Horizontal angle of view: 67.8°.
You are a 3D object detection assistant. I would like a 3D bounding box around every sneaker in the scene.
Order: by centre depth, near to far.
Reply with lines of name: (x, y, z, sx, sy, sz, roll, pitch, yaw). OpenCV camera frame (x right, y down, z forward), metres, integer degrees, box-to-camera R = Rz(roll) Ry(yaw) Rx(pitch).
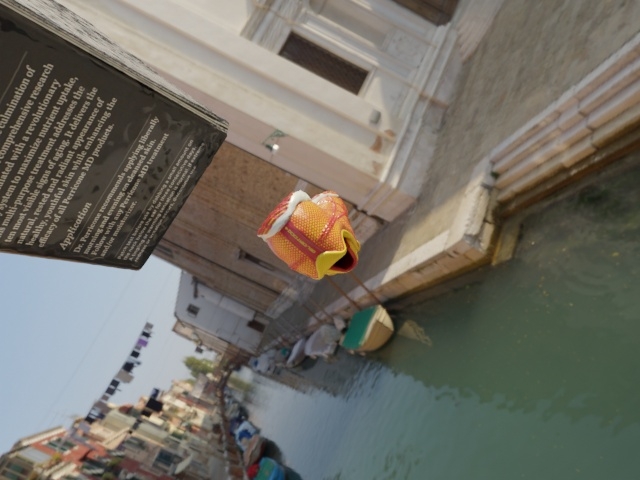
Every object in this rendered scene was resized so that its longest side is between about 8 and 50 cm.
sneaker: (0.000, 0.000, 0.386, 0.064, 0.067, 0.175, -46, -2, 14)

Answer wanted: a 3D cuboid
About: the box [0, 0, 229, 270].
box: (-0.481, -0.226, 0.661, 0.297, 0.480, 0.472, -55, -28, 7)
